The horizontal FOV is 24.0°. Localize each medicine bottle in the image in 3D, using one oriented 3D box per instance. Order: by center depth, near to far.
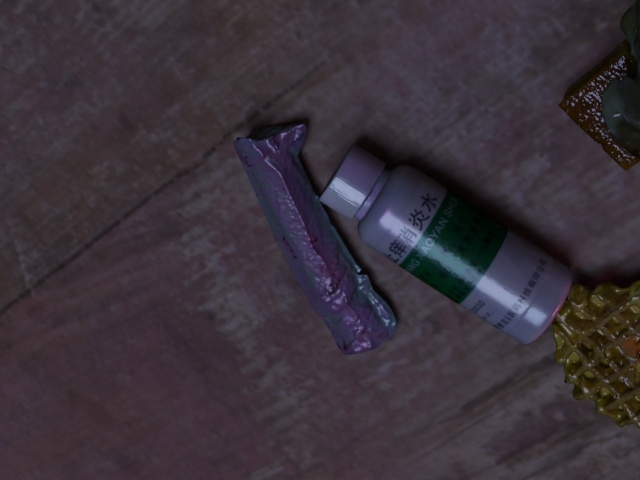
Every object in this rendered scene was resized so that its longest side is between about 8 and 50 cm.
[{"bbox_3d":[0.124,0.000,1.508,0.260,0.095,0.095,32,129,-1],"label":"medicine bottle"}]

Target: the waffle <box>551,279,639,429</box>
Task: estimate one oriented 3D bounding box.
[{"bbox_3d":[0.316,0.118,1.534,0.149,0.051,0.194,1,125,31],"label":"waffle"}]

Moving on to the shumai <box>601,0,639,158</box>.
[{"bbox_3d":[0.349,-0.151,1.250,0.189,0.256,0.218,2,152,-10],"label":"shumai"}]

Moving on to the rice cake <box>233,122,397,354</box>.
[{"bbox_3d":[-0.002,0.002,1.586,0.081,0.051,0.290,-11,119,28],"label":"rice cake"}]

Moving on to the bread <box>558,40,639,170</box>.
[{"bbox_3d":[0.286,-0.125,1.391,0.094,0.035,0.090,42,128,-9],"label":"bread"}]
